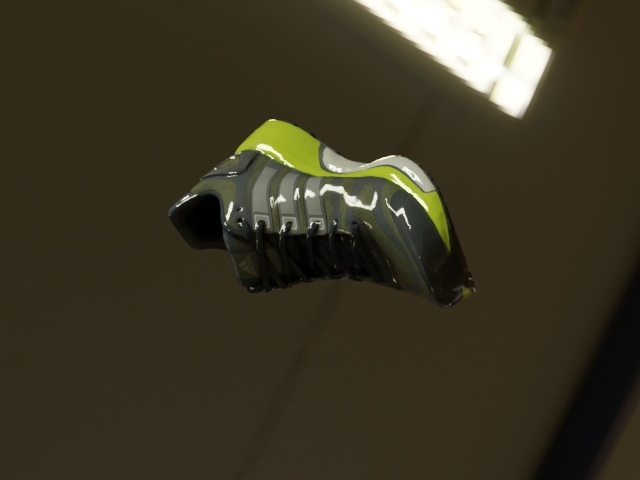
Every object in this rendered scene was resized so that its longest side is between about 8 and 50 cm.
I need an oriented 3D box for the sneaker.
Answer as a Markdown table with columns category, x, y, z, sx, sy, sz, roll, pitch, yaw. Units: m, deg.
| category | x | y | z | sx | sy | sz | roll | pitch | yaw |
| --- | --- | --- | --- | --- | --- | --- | --- | --- | --- |
| sneaker | 0.000 | 0.000 | 1.332 | 0.121 | 0.300 | 0.111 | -34 | -62 | -23 |
